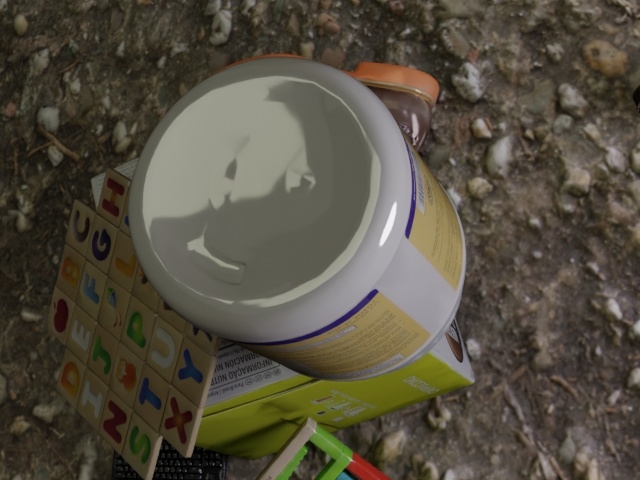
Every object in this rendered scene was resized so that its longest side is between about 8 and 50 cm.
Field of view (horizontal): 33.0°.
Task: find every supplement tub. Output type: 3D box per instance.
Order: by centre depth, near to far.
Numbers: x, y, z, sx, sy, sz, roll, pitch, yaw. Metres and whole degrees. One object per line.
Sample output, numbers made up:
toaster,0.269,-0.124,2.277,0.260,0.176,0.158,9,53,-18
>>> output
supplement tub,0.000,0.000,0.995,0.241,0.331,0.241,-5,73,17

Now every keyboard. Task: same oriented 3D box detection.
keyboard,-0.213,0.304,1.528,0.180,0.023,0.108,-3,67,21

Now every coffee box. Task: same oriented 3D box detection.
coffee box,-0.037,0.058,1.361,0.338,0.337,0.334,-21,68,13

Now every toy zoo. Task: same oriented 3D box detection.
toy zoo,0.041,0.372,1.300,0.293,0.030,0.192,37,102,-4

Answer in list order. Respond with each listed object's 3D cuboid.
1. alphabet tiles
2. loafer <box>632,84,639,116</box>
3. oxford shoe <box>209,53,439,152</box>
alphabet tiles,-0.216,0.087,1.211,0.342,0.011,0.285,29,109,46
loafer,0.503,-0.152,1.385,0.220,0.080,0.078,17,75,28
oxford shoe,-0.013,-0.190,1.597,0.363,0.130,0.133,6,77,25
